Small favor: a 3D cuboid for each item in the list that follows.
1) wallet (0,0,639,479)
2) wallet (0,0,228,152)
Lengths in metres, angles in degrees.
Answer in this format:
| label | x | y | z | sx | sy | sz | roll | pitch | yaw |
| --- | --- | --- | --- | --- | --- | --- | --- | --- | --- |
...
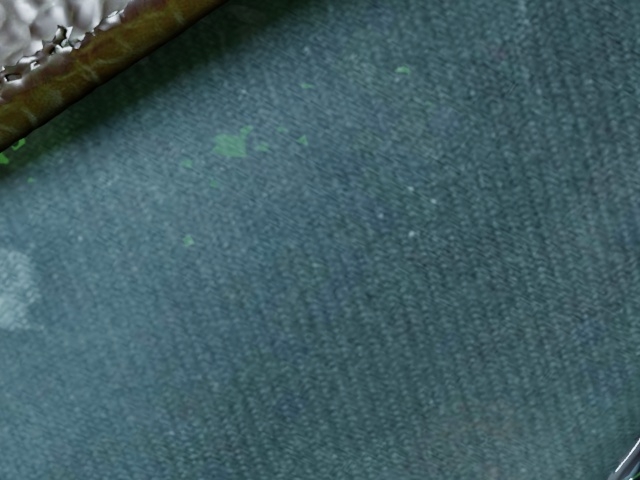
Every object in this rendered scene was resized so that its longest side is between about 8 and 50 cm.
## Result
| label | x | y | z | sx | sy | sz | roll | pitch | yaw |
| --- | --- | --- | --- | --- | --- | --- | --- | --- | --- |
| wallet | 0.000 | 0.000 | 0.410 | 0.237 | 0.075 | 0.342 | 30 | 101 | -8 |
| wallet | -0.123 | -0.069 | 0.354 | 0.243 | 0.039 | 0.133 | -30 | 81 | 17 |
